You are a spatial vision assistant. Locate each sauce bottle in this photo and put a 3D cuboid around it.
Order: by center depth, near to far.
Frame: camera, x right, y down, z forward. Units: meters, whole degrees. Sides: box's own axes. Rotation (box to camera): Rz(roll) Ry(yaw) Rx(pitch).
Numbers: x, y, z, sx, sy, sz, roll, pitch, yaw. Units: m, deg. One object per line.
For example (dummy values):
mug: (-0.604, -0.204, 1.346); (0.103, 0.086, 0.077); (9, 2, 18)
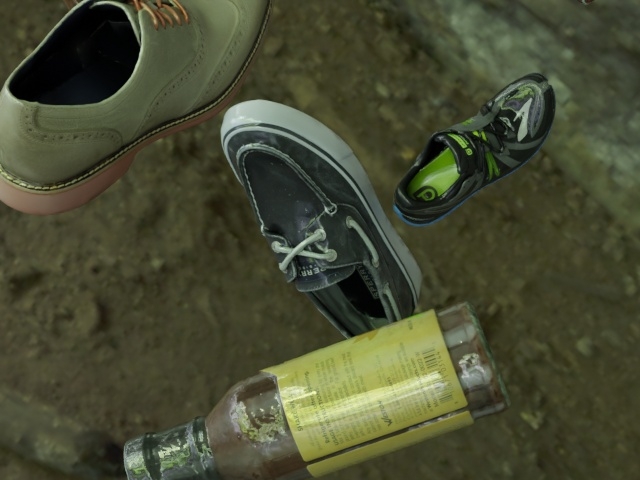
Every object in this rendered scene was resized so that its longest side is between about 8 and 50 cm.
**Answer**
sauce bottle: (-0.008, 0.156, 1.040); (0.111, 0.344, 0.111); (-19, 90, -85)

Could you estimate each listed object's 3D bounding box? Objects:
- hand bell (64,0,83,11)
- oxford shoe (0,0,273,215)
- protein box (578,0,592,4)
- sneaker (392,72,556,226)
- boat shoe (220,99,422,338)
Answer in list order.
hand bell: (-0.288, -0.287, 1.255); (0.242, 0.126, 0.126); (51, 13, -22)
oxford shoe: (-0.162, -0.186, 1.119); (0.140, 0.146, 0.397); (31, 53, 8)
protein box: (0.202, -0.302, 0.844); (0.136, 0.199, 0.201); (59, -4, -32)
sneaker: (0.144, -0.083, 1.073); (0.067, 0.188, 0.078); (51, 3, 13)
boat shoe: (0.000, 0.000, 1.084); (0.301, 0.108, 0.102); (55, 37, -38)
